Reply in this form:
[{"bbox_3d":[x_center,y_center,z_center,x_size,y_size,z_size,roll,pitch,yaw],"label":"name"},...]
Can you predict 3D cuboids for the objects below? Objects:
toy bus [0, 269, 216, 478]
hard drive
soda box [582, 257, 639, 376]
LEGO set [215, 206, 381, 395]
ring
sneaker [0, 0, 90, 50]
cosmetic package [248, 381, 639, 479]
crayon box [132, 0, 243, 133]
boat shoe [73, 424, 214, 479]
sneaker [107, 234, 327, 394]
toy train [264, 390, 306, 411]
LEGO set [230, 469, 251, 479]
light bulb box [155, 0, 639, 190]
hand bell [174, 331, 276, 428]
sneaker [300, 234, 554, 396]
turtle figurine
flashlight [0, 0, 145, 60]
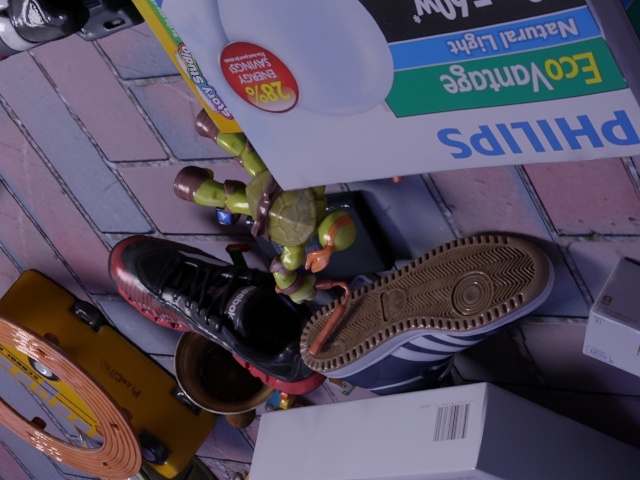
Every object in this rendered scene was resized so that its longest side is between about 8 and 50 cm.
[{"bbox_3d":[-0.308,0.188,2.009,0.333,0.108,0.130,40,147,-7],"label":"toy bus"},{"bbox_3d":[0.000,0.000,1.539,0.135,0.022,0.094,-9,124,33],"label":"hard drive"},{"bbox_3d":[0.350,0.098,1.326,0.216,0.074,0.069,23,145,18],"label":"soda box"},{"bbox_3d":[-0.025,0.048,1.654,0.244,0.060,0.182,34,135,0],"label":"LEGO set"},{"bbox_3d":[-0.368,0.196,1.947,0.337,0.032,0.336,24,147,17],"label":"ring"},{"bbox_3d":[-0.245,-0.287,1.318,0.106,0.078,0.234,5,104,36],"label":"sneaker"},{"bbox_3d":[0.146,0.255,1.603,0.284,0.097,0.377,23,157,-32],"label":"cosmetic package"},{"bbox_3d":[-0.081,-0.225,1.300,0.165,0.081,0.278,-1,132,44],"label":"crayon box"},{"bbox_3d":[-0.249,0.340,2.161,0.103,0.113,0.302,-14,113,51],"label":"boat shoe"},{"bbox_3d":[-0.108,0.063,1.587,0.276,0.097,0.135,29,163,9],"label":"sneaker"},{"bbox_3d":[-0.015,0.203,1.825,0.125,0.046,0.166,-9,130,45],"label":"toy train"},{"bbox_3d":[-0.034,0.408,2.020,0.287,0.132,0.107,32,161,49],"label":"LEGO set"},{"bbox_3d":[0.059,-0.245,1.016,0.358,0.225,0.361,-4,129,45],"label":"light bulb box"},{"bbox_3d":[-0.099,0.182,1.749,0.126,0.126,0.242,28,159,12],"label":"hand bell"},{"bbox_3d":[0.134,0.087,1.493,0.282,0.099,0.153,-22,144,30],"label":"sneaker"},{"bbox_3d":[-0.044,-0.030,1.448,0.217,0.087,0.269,30,123,28],"label":"turtle figurine"},{"bbox_3d":[-0.296,-0.240,1.474,0.304,0.103,0.103,-11,151,44],"label":"flashlight"}]
